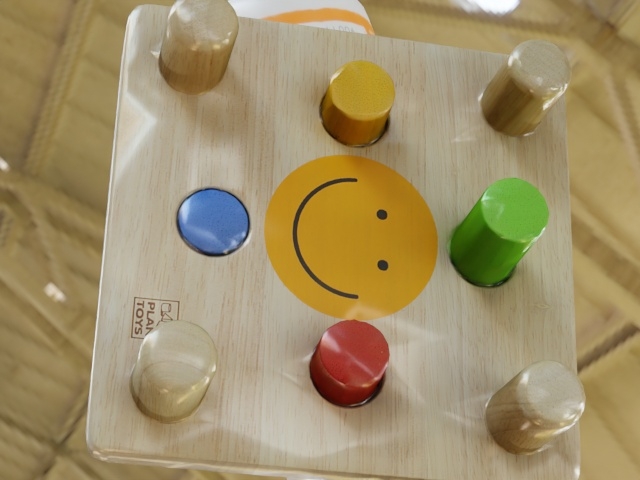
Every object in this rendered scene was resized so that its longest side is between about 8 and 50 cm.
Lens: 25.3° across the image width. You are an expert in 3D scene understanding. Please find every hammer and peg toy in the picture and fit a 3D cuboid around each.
[{"bbox_3d":[0.005,0.051,0.734,0.265,0.361,0.127,7,-23,-10],"label":"hammer and peg toy"}]

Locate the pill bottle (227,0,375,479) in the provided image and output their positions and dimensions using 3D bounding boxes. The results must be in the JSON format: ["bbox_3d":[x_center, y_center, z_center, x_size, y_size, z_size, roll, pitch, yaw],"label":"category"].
[{"bbox_3d":[0.000,0.000,1.231,0.224,0.224,0.392,-49,-123,60],"label":"pill bottle"}]
